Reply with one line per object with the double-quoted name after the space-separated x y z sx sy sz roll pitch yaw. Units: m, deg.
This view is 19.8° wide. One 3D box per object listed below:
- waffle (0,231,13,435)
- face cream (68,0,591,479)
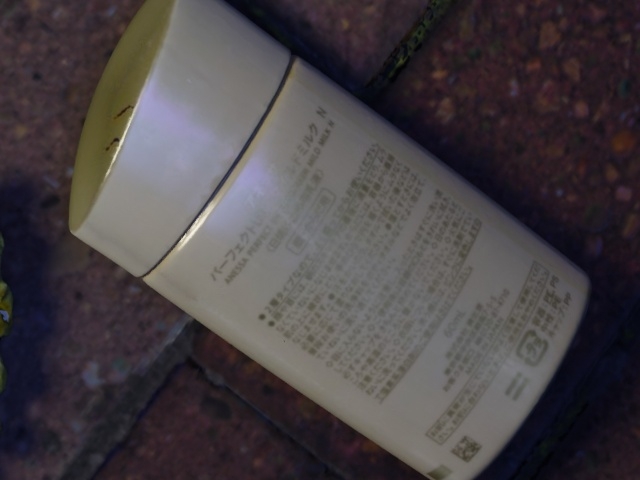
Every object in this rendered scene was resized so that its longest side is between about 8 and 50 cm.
-0.280 0.061 1.065 0.208 0.054 0.214 -11 104 -22 "waffle"
0.000 0.000 1.145 0.348 0.081 0.173 35 82 -19 "face cream"
